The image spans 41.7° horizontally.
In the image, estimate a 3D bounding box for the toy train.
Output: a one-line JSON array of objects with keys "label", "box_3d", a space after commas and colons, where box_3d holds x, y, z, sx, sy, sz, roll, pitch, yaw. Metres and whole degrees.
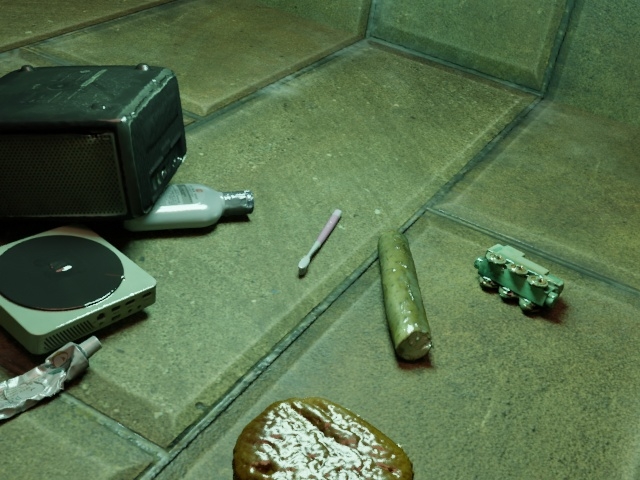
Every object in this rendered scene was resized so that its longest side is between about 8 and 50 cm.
[{"label": "toy train", "box_3d": [0.424, 0.077, 1.775, 0.194, 0.081, 0.125, 30, 33, 31]}]

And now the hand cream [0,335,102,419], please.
[{"label": "hand cream", "box_3d": [-0.459, 0.224, 1.327, 0.084, 0.050, 0.257, 29, 43, 31]}]

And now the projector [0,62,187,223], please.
[{"label": "projector", "box_3d": [-0.515, -0.214, 1.738, 0.405, 0.242, 0.395, 0, 25, 7]}]

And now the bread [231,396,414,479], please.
[{"label": "bread", "box_3d": [0.003, 0.340, 1.188, 0.227, 0.143, 0.253, -29, 50, -35]}]

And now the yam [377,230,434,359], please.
[{"label": "yam", "box_3d": [0.160, 0.096, 1.675, 0.083, 0.083, 0.372, 5, 32, -7]}]

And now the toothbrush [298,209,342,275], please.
[{"label": "toothbrush", "box_3d": [0.000, 0.000, 1.831, 0.020, 0.025, 0.286, 15, 31, 12]}]

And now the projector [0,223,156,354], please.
[{"label": "projector", "box_3d": [-0.471, 0.083, 1.513, 0.259, 0.079, 0.257, 32, 38, 31]}]

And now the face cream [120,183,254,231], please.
[{"label": "face cream", "box_3d": [-0.290, -0.077, 1.820, 0.291, 0.071, 0.144, -6, 34, -22]}]
